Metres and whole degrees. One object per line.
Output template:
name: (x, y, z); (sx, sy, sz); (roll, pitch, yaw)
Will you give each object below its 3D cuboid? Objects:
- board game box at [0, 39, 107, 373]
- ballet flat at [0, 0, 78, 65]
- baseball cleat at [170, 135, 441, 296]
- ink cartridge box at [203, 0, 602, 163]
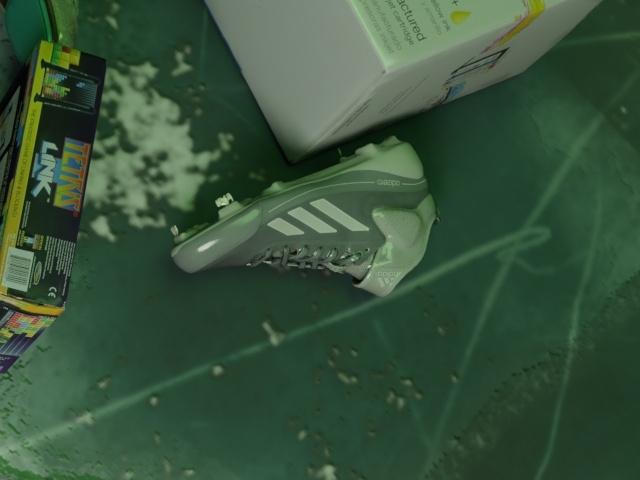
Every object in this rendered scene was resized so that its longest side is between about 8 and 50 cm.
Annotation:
board game box: (-0.186, -0.018, 1.114); (0.048, 0.141, 0.170); (15, 66, -18)
ballet flat: (-0.188, -0.165, 1.189); (0.052, 0.057, 0.168); (-1, 43, -37)
baseball cleat: (0.000, 0.000, 1.234); (0.206, 0.072, 0.109); (-25, 89, -26)
ink cartridge box: (0.063, -0.193, 1.276); (0.232, 0.168, 0.171); (-25, 82, -30)
